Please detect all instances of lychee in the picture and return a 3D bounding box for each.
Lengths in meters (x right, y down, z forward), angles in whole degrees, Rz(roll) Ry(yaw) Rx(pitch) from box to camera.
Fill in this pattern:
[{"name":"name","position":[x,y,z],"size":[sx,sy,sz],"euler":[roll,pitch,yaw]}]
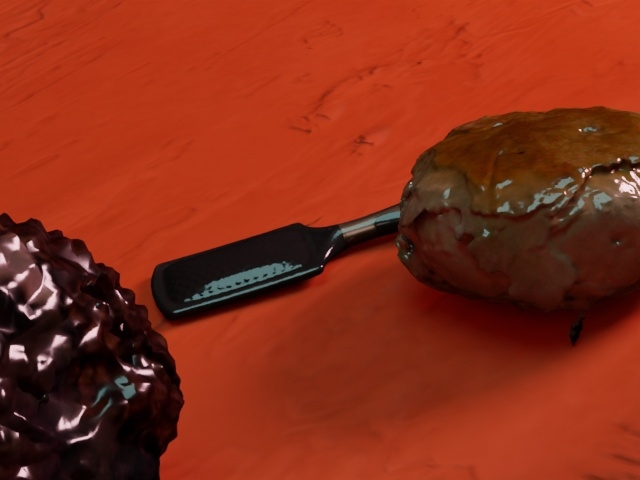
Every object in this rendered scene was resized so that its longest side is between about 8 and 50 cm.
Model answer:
[{"name":"lychee","position":[-0.156,0.071,0.606],"size":[0.188,0.188,0.188],"euler":[-10,29,5]}]

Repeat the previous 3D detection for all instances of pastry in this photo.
[{"name":"pastry","position":[0.112,-0.019,0.745],"size":[0.153,0.081,0.153],"euler":[-14,28,7]}]

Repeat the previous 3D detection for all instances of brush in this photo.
[{"name":"brush","position":[0.000,0.000,0.823],"size":[0.193,0.016,0.063],"euler":[-16,30,-5]}]
